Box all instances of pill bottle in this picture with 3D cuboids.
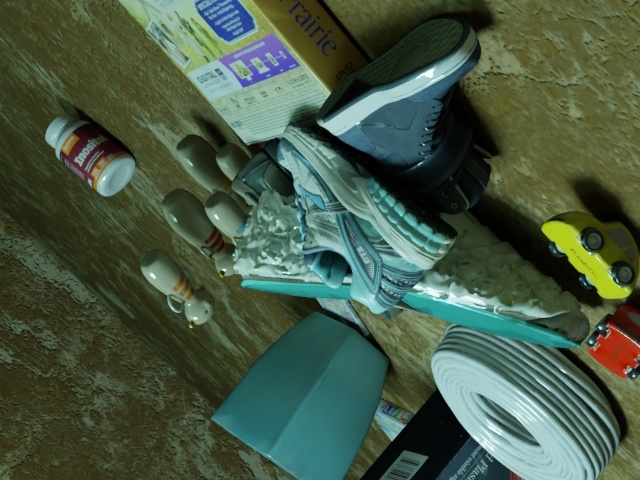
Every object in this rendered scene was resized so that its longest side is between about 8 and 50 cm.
[{"bbox_3d":[-0.400,-0.151,2.067,0.152,0.086,0.086,37,161,17],"label":"pill bottle"}]

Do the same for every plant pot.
[{"bbox_3d":[-0.013,0.243,1.867,0.165,0.234,0.165,22,164,50],"label":"plant pot"}]

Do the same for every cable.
[{"bbox_3d":[0.246,0.199,1.479,0.257,0.089,0.257,46,162,-6],"label":"cable"}]

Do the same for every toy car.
[{"bbox_3d":[0.324,0.071,1.092,0.225,0.053,0.239,25,155,43],"label":"toy car"}]

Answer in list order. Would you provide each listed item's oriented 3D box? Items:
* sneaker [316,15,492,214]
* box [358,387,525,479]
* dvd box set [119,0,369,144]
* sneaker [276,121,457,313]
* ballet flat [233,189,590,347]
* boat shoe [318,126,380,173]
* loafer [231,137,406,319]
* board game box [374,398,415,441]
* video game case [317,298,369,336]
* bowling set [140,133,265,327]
[{"bbox_3d":[0.115,-0.109,1.095,0.163,0.086,0.226,39,155,-15],"label":"sneaker"},{"bbox_3d":[0.204,0.433,1.682,0.312,0.343,0.179,49,160,-17],"label":"box"},{"bbox_3d":[-0.145,-0.287,1.274,0.420,0.062,0.307,48,161,-15],"label":"dvd box set"},{"bbox_3d":[0.012,-0.026,1.210,0.110,0.122,0.283,30,-172,-36],"label":"sneaker"},{"bbox_3d":[0.090,0.015,1.286,0.408,0.147,0.147,10,148,23],"label":"ballet flat"},{"bbox_3d":[0.039,-0.084,1.359,0.042,0.049,0.133,18,151,43],"label":"boat shoe"},{"bbox_3d":[0.000,0.000,1.445,0.267,0.084,0.096,51,-178,-12],"label":"loafer"},{"bbox_3d":[0.154,0.330,2.062,0.154,0.026,0.103,19,150,52],"label":"board game box"},{"bbox_3d":[0.020,0.094,1.848,0.087,0.011,0.122,21,152,49],"label":"video game case"},{"bbox_3d":[-0.101,-0.027,1.588,0.199,0.287,0.154,-16,132,31],"label":"bowling set"}]
